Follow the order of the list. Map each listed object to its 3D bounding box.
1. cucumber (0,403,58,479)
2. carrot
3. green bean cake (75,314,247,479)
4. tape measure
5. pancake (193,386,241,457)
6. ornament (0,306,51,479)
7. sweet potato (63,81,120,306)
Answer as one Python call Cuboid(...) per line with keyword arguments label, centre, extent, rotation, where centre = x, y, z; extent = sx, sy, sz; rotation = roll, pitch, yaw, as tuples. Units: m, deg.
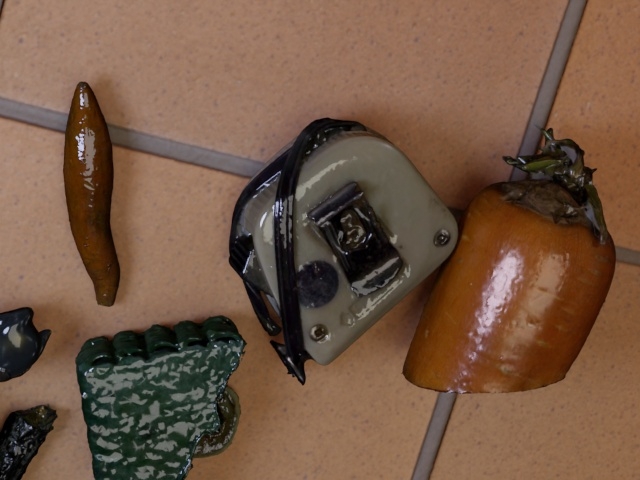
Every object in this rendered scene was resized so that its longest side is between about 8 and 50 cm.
Cuboid(label="cucumber", centre=(-0.363, 0.262, 1.667), extent=(0.053, 0.053, 0.181), rotation=(30, 97, -25))
Cuboid(label="carrot", centre=(0.248, 0.037, 1.732), extent=(0.214, 0.193, 0.331), rotation=(17, 99, -5))
Cuboid(label="green bean cake", centre=(-0.174, 0.200, 1.670), extent=(0.193, 0.107, 0.208), rotation=(-10, 104, -14))
Cuboid(label="tape measure", centre=(0.000, 0.000, 1.672), extent=(0.271, 0.133, 0.231), rotation=(-42, 116, -1))
Cuboid(label="pancake", centre=(-0.145, 0.210, 1.743), extent=(0.108, 0.017, 0.108), rotation=(-4, 106, -16))
Cuboid(label="ornament", centre=(-0.369, 0.204, 1.596), extent=(0.202, 0.080, 0.236), rotation=(-15, 93, -2))
Cuboid(label="sweet potato", centre=(-0.253, -0.047, 1.608), extent=(0.057, 0.057, 0.264), rotation=(-7, 112, -18))
